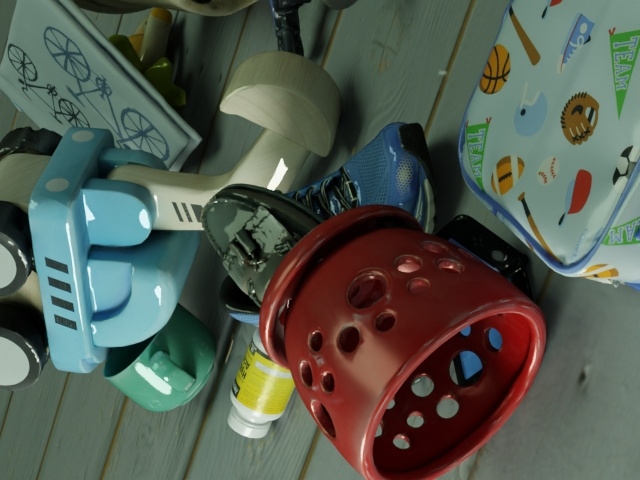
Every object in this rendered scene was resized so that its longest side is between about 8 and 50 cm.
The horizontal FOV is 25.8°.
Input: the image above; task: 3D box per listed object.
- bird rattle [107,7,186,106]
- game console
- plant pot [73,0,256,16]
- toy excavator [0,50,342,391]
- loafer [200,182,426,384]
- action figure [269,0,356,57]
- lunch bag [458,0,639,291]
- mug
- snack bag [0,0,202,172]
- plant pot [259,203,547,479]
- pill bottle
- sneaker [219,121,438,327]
[{"bbox_3d":[-0.274,-0.239,2.122,0.253,0.143,0.207,131,156,-67],"label":"bird rattle"},{"bbox_3d":[0.122,0.054,1.200,0.122,0.107,0.071,-45,13,48],"label":"game console"},{"bbox_3d":[-0.196,-0.429,1.806,0.305,0.334,0.334,31,108,52],"label":"plant pot"},{"bbox_3d":[-0.199,-0.029,1.643,0.222,0.445,0.433,-78,-10,-54],"label":"toy excavator"},{"bbox_3d":[-0.011,0.042,1.285,0.267,0.084,0.096,38,118,14],"label":"loafer"},{"bbox_3d":[0.016,-0.356,1.552,0.330,0.178,0.341,-117,17,-61],"label":"action figure"},{"bbox_3d":[0.227,-0.115,1.007,0.243,0.115,0.303,50,123,56],"label":"lunch bag"},{"bbox_3d":[-0.193,0.156,1.729,0.129,0.097,0.158,-38,22,28],"label":"mug"},{"bbox_3d":[-0.326,-0.189,1.997,0.037,0.323,0.342,-45,0,-28],"label":"snack bag"},{"bbox_3d":[0.058,0.074,1.126,0.174,0.191,0.191,45,123,33],"label":"plant pot"},{"bbox_3d":[-0.061,0.156,1.532,0.116,0.065,0.065,-68,28,22],"label":"pill bottle"},{"bbox_3d":[0.000,0.000,1.379,0.330,0.147,0.130,-51,37,43],"label":"sneaker"}]
